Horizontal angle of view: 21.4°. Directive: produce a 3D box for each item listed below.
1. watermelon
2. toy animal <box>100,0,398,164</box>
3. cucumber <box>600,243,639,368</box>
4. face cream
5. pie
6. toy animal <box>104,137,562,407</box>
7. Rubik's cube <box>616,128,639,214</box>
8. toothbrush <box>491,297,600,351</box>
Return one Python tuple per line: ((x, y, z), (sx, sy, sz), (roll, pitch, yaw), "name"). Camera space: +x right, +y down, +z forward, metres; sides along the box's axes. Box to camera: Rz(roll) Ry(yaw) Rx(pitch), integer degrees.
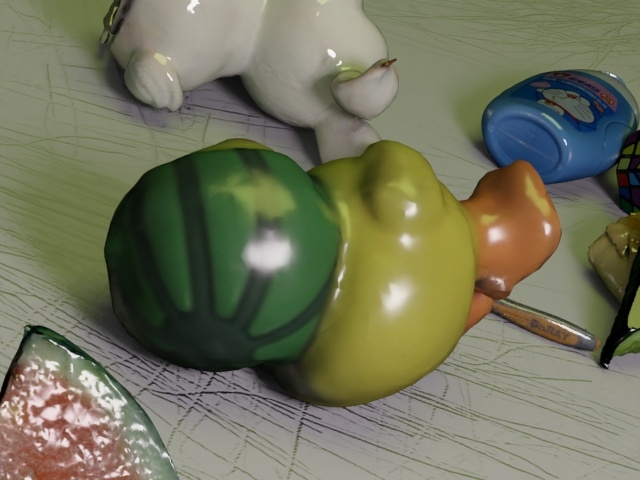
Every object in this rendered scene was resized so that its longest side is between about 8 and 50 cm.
((-0.150, 0.156, 1.017), (0.136, 0.207, 0.202), (3, 40, 19), "watermelon")
((-0.054, -0.195, 1.673), (0.310, 0.183, 0.247), (24, 32, -10), "toy animal")
((0.322, 0.038, 1.586), (0.070, 0.046, 0.220), (18, 52, 11), "cucumber")
((0.282, -0.135, 1.906), (0.149, 0.083, 0.264), (33, 29, 16), "face cream")
((0.373, 0.075, 1.622), (0.128, 0.068, 0.282), (-15, 43, -27), "pie")
((0.003, 0.029, 1.306), (0.338, 0.216, 0.191), (6, 59, -25), "toy animal")
((0.385, -0.070, 1.841), (0.133, 0.112, 0.133), (17, 30, -10), "Rubik's cube")
((0.108, 0.032, 1.552), (0.321, 0.023, 0.031), (23, 35, 1), "toothbrush")
